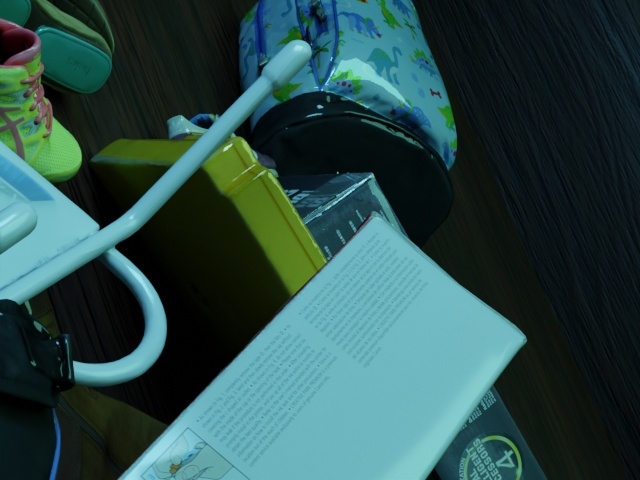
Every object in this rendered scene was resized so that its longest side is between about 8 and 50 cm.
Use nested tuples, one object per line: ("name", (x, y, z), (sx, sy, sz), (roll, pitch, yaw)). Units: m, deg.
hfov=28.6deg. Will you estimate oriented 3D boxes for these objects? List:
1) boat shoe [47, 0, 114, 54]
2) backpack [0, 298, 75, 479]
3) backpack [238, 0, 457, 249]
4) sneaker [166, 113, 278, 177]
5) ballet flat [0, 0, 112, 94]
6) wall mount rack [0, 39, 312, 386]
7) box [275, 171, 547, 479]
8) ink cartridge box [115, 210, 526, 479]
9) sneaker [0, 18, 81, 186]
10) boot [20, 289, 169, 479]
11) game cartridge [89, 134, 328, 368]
("boat shoe", (-0.246, -0.238, 1.138), (0.178, 0.064, 0.060), (51, 24, -28))
("backpack", (-0.241, 0.082, 0.489), (0.276, 0.213, 0.263), (-101, 165, -58))
("backpack", (0.027, -0.200, 1.600), (0.290, 0.273, 0.355), (26, 22, -32))
("sneaker", (-0.102, -0.096, 1.339), (0.084, 0.070, 0.185), (71, 17, 5))
("ballet flat", (-0.262, -0.180, 1.036), (0.073, 0.080, 0.232), (41, 4, 27))
("wall mount rack", (-0.184, -0.091, 0.749), (0.350, 0.130, 0.304), (40, 38, 8))
("box", (0.048, 0.125, 1.150), (0.395, 0.097, 0.318), (59, -20, -14))
("ink cartridge box", (-0.050, 0.175, 0.762), (0.130, 0.272, 0.309), (40, 46, 6))
("sneaker", (-0.238, -0.115, 0.946), (0.208, 0.094, 0.081), (47, 23, -46))
("boot", (-0.167, 0.094, 0.864), (0.280, 0.096, 0.264), (42, 26, -52))
("game cartridge", (-0.055, 0.041, 1.023), (0.285, 0.053, 0.324), (59, -20, -18))
